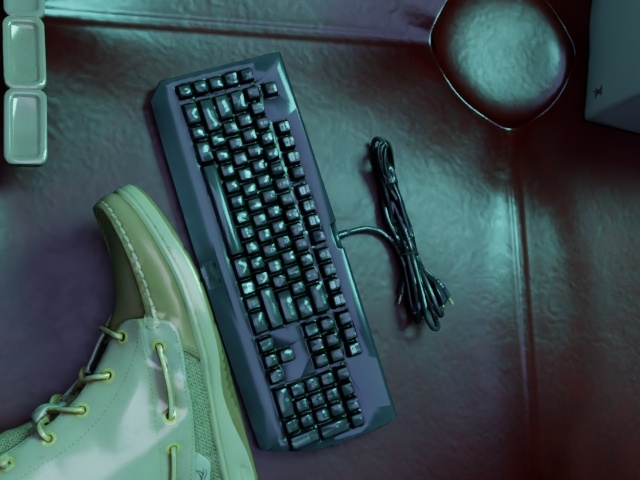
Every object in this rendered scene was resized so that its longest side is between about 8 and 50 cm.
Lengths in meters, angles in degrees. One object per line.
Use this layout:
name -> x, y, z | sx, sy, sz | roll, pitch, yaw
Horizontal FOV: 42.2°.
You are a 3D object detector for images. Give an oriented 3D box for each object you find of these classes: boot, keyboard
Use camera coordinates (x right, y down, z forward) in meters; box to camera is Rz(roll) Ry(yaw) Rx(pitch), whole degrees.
boot -> -0.169, 0.108, 0.572 | 0.204, 0.095, 0.261 | -18, 98, -20
keyboard -> 0.000, 0.000, 0.678 | 0.202, 0.033, 0.317 | -18, 90, -20

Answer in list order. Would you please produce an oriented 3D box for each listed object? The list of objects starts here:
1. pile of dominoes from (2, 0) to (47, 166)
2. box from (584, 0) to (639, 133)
pile of dominoes -> -0.303, -0.151, 0.605 | 0.196, 0.040, 0.251 | -1, 75, -18
box -> 0.448, -0.197, 0.779 | 0.346, 0.168, 0.214 | 10, 80, -17
